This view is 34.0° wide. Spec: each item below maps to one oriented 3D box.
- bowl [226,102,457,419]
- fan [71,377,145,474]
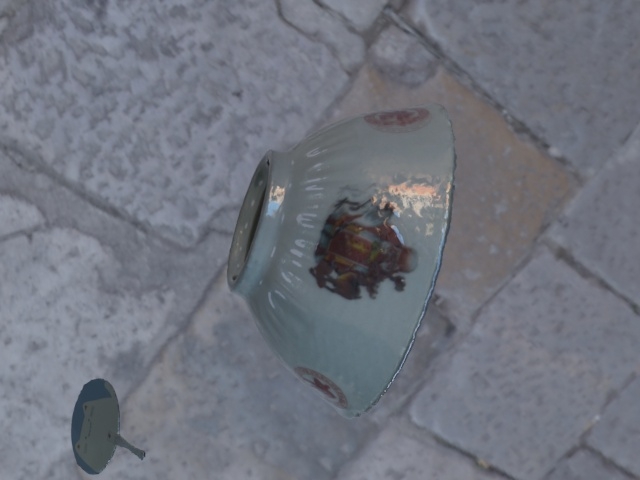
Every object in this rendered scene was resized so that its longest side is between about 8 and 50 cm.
[{"bbox_3d":[0.000,0.000,1.061,0.158,0.337,0.337,16,112,-12],"label":"bowl"},{"bbox_3d":[-0.248,0.225,1.220,0.005,0.175,0.113,11,92,-40],"label":"fan"}]
